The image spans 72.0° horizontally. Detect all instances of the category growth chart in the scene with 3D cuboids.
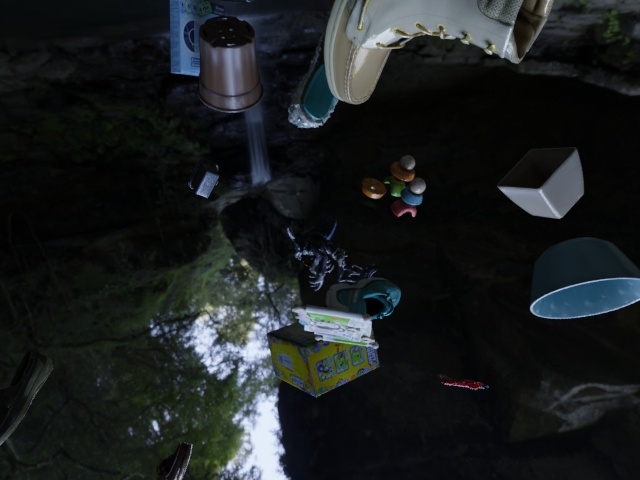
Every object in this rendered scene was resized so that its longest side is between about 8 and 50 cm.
[{"bbox_3d":[0.034,0.182,0.932,0.172,0.237,0.021,4,-116,12],"label":"growth chart"}]

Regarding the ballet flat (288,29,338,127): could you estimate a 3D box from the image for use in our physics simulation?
[{"bbox_3d":[0.018,-0.490,1.263,0.147,0.147,0.409,12,-114,43],"label":"ballet flat"}]

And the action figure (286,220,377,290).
[{"bbox_3d":[0.013,0.061,1.222,0.275,0.141,0.164,30,-159,-2],"label":"action figure"}]

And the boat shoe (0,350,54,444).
[{"bbox_3d":[-0.705,0.357,1.011,0.080,0.073,0.223,-26,-146,29],"label":"boat shoe"}]

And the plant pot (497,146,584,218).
[{"bbox_3d":[0.431,-0.104,0.840,0.109,0.096,0.109,-46,-160,-7],"label":"plant pot"}]

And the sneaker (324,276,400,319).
[{"bbox_3d":[0.121,0.148,1.014,0.110,0.107,0.275,7,-174,35],"label":"sneaker"}]

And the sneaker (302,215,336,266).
[{"bbox_3d":[0.000,0.000,1.745,0.083,0.221,0.087,33,-170,20],"label":"sneaker"}]

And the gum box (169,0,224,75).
[{"bbox_3d":[-0.319,-0.527,1.150,0.041,0.184,0.157,15,-160,28],"label":"gum box"}]

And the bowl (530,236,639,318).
[{"bbox_3d":[0.761,0.102,1.290,0.311,0.311,0.163,-6,-120,8],"label":"bowl"}]

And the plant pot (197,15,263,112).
[{"bbox_3d":[-0.218,-0.427,1.057,0.167,0.165,0.167,4,-123,-6],"label":"plant pot"}]

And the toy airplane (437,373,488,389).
[{"bbox_3d":[0.425,0.424,1.313,0.151,0.028,0.151,9,166,2],"label":"toy airplane"}]

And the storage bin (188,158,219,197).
[{"bbox_3d":[-0.450,-0.237,1.742,0.098,0.135,0.091,19,-157,-36],"label":"storage bin"}]

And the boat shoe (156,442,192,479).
[{"bbox_3d":[-0.376,0.582,1.102,0.073,0.207,0.073,20,-158,-5],"label":"boat shoe"}]

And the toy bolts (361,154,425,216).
[{"bbox_3d":[0.295,-0.217,1.675,0.218,0.158,0.228,-5,-131,-29],"label":"toy bolts"}]

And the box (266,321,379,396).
[{"bbox_3d":[0.004,0.391,1.587,0.279,0.177,0.290,-15,-174,-31],"label":"box"}]

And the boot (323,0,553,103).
[{"bbox_3d":[0.116,-0.227,0.470,0.203,0.262,0.095,40,-132,19],"label":"boot"}]
